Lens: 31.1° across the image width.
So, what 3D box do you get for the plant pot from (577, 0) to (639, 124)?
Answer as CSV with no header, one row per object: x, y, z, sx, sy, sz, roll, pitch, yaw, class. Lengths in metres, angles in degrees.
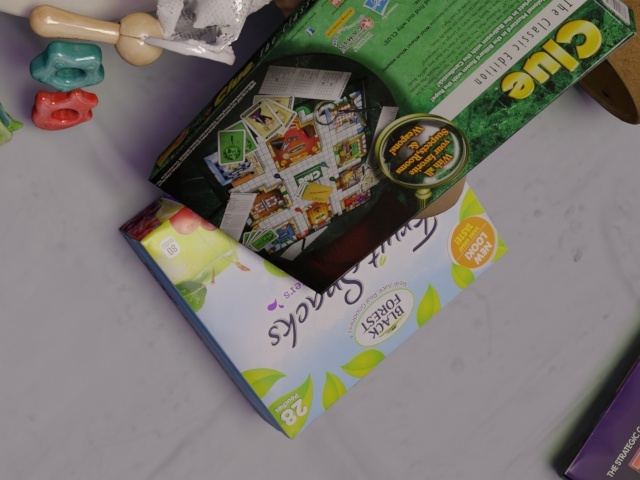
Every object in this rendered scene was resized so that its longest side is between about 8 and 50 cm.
0.284,-0.205,0.807,0.254,0.237,0.237,-41,112,2,plant pot

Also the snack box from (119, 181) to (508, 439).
0.000,0.000,0.782,0.207,0.070,0.174,-38,110,-13,snack box

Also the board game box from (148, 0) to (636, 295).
0.030,-0.078,0.640,0.136,0.030,0.259,37,126,-18,board game box

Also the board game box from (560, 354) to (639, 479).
0.296,0.157,0.908,0.141,0.048,0.170,33,82,13,board game box

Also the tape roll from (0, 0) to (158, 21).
-0.090,-0.297,0.574,0.392,0.072,0.392,-35,148,-26,tape roll

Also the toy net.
-0.125,-0.089,0.643,0.232,0.122,0.045,-15,69,12,toy net

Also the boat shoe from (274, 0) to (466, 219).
0.023,-0.139,0.673,0.285,0.103,0.092,62,29,-34,boat shoe
